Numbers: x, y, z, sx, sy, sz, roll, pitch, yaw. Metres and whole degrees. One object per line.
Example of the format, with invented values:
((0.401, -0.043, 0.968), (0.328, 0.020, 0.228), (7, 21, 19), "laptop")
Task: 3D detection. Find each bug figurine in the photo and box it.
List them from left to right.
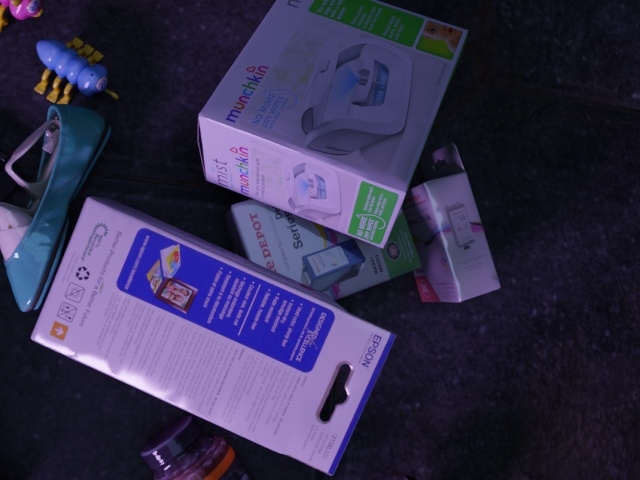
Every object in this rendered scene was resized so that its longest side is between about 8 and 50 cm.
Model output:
((-0.292, -0.312, 0.717), (0.216, 0.072, 0.279), (30, 78, -11), "bug figurine")

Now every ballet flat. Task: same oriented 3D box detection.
((-0.323, -0.046, 0.675), (0.087, 0.083, 0.247), (26, 72, -35), "ballet flat")

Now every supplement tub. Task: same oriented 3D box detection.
((-0.126, 0.305, 0.692), (0.106, 0.106, 0.198), (-35, 95, -16), "supplement tub")

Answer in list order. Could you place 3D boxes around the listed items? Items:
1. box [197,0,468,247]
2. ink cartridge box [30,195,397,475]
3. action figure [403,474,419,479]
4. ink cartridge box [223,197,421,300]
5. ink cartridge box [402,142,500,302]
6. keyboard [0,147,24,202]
((0.019, -0.158, 0.703), (0.231, 0.126, 0.262), (22, 61, 6), "box")
((-0.119, 0.102, 0.667), (0.371, 0.069, 0.175), (24, 94, 4), "ink cartridge box")
((0.107, 0.455, 0.756), (0.185, 0.099, 0.285), (24, 83, -20), "action figure")
((0.000, 0.000, 0.763), (0.212, 0.093, 0.154), (-18, 91, -15), "ink cartridge box")
((0.159, -0.020, 0.799), (0.067, 0.115, 0.198), (-16, 89, -17), "ink cartridge box")
((-0.478, -0.016, 0.600), (0.202, 0.033, 0.317), (28, 56, -8), "keyboard")
